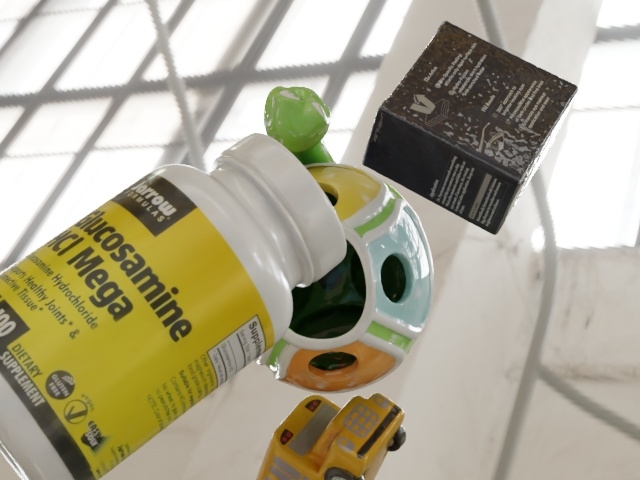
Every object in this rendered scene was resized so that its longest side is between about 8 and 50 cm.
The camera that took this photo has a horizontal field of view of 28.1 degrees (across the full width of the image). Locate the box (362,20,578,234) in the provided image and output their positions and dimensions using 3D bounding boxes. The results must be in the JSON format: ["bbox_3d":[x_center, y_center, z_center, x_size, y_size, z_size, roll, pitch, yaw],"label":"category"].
[{"bbox_3d":[0.151,-0.116,1.290,0.158,0.156,0.093,29,-36,10],"label":"box"}]

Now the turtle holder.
[{"bbox_3d":[0.016,0.011,1.414,0.243,0.320,0.227,19,2,5],"label":"turtle holder"}]

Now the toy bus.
[{"bbox_3d":[-0.006,0.302,1.570,0.130,0.108,0.332,34,-42,14],"label":"toy bus"}]

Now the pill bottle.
[{"bbox_3d":[-0.148,0.055,1.091,0.188,0.334,0.188,45,-20,22],"label":"pill bottle"}]
